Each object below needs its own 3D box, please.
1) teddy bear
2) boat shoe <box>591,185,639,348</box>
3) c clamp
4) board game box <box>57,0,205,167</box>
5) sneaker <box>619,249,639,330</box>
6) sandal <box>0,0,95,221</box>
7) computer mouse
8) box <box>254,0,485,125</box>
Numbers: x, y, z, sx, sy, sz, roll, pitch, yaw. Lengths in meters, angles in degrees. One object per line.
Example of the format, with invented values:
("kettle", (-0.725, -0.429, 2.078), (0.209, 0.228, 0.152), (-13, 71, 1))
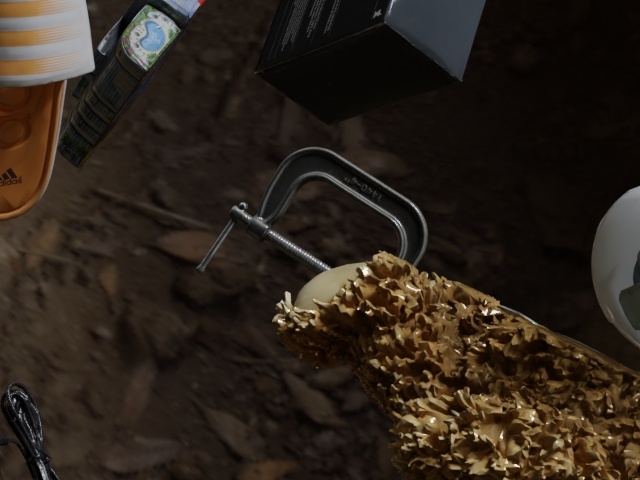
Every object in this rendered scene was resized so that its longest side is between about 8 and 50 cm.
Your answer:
("teddy bear", (0.125, 0.108, 0.900), (0.338, 0.245, 0.113), (26, 95, 15))
("boat shoe", (0.304, 0.067, 1.237), (0.102, 0.301, 0.108), (29, 104, -35))
("c clamp", (0.000, 0.000, 1.359), (0.160, 0.022, 0.137), (27, 90, 13))
("board game box", (-0.181, -0.194, 1.668), (0.060, 0.194, 0.194), (36, 125, -5))
("sneaker", (0.173, 0.080, 0.565), (0.127, 0.319, 0.208), (-19, 101, 7))
("sandal", (-0.196, -0.111, 1.124), (0.102, 0.076, 0.265), (-15, 130, -26))
("computer mouse", (-0.349, 0.242, 1.661), (0.060, 0.262, 0.184), (-28, 79, 24))
("box", (0.067, -0.252, 1.521), (0.103, 0.184, 0.261), (32, 62, -27))
